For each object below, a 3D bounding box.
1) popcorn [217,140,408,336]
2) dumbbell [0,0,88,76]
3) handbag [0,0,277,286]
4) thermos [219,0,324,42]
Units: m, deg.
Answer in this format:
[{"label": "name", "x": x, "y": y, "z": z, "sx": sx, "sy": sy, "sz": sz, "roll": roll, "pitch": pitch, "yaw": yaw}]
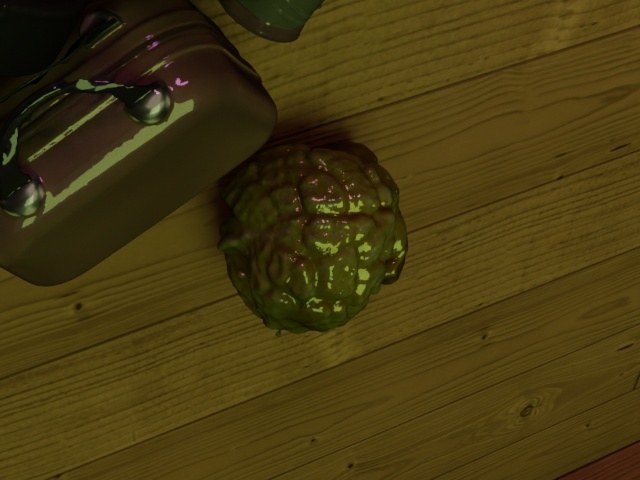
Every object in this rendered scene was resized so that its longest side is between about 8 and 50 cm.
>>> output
[{"label": "popcorn", "x": 0.000, "y": 0.000, "z": 1.307, "sx": 0.252, "sy": 0.206, "sz": 0.236, "roll": 7, "pitch": 114, "yaw": -56}, {"label": "dumbbell", "x": -0.212, "y": -0.297, "z": 0.799, "sx": 0.204, "sy": 0.203, "sz": 0.322, "roll": 12, "pitch": 125, "yaw": -44}, {"label": "handbag", "x": -0.205, "y": -0.099, "z": 1.016, "sx": 0.302, "sy": 0.149, "sz": 0.283, "roll": -34, "pitch": 169, "yaw": 4}, {"label": "thermos", "x": -0.008, "y": -0.302, "z": 1.003, "sx": 0.176, "sy": 0.146, "sz": 0.265, "roll": -1, "pitch": 139, "yaw": -45}]
